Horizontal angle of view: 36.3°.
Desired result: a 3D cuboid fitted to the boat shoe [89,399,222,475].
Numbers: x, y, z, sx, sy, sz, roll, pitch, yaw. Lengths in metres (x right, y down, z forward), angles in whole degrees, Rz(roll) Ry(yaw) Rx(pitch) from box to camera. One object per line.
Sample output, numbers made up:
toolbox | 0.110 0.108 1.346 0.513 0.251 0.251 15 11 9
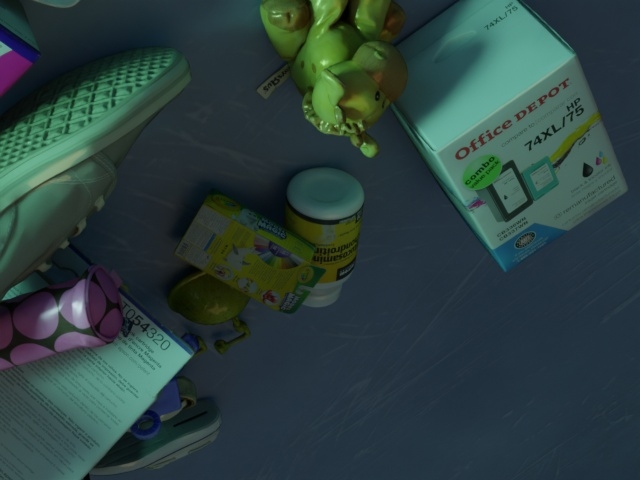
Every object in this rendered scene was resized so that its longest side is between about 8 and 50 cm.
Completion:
boat shoe | -0.255 0.320 1.497 0.226 0.083 0.076 -15 134 -16

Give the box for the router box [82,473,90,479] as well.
router box | -0.427 0.435 1.336 0.243 0.309 0.081 -24 141 1

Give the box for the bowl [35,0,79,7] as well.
bowl | -0.268 -0.306 0.925 0.142 0.053 0.142 18 120 -37

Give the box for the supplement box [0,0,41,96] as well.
supplement box | -0.395 -0.161 0.951 0.220 0.114 0.111 -42 137 11

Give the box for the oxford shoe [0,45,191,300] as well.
oxford shoe | -0.299 -0.042 0.998 0.449 0.169 0.130 -47 128 -23

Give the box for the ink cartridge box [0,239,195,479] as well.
ink cartridge box | -0.355 0.126 1.133 0.324 0.071 0.330 43 104 -3

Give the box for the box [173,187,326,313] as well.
box | -0.087 0.018 1.260 0.179 0.043 0.105 31 128 -7

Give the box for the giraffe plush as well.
giraffe plush | 0.025 -0.195 1.097 0.181 0.170 0.210 16 121 -38

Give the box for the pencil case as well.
pencil case | -0.312 0.086 1.035 0.209 0.098 0.095 -12 127 12

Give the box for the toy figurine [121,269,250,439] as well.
toy figurine | -0.222 0.184 1.278 0.362 0.217 0.191 -16 130 -16

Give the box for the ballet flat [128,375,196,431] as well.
ballet flat | -0.259 0.246 1.410 0.168 0.052 0.057 -23 139 -7

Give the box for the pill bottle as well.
pill bottle | 0.000 0.000 1.317 0.103 0.103 0.184 -11 134 -18

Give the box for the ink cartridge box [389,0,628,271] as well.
ink cartridge box | 0.226 -0.141 1.234 0.198 0.197 0.270 -35 137 5
